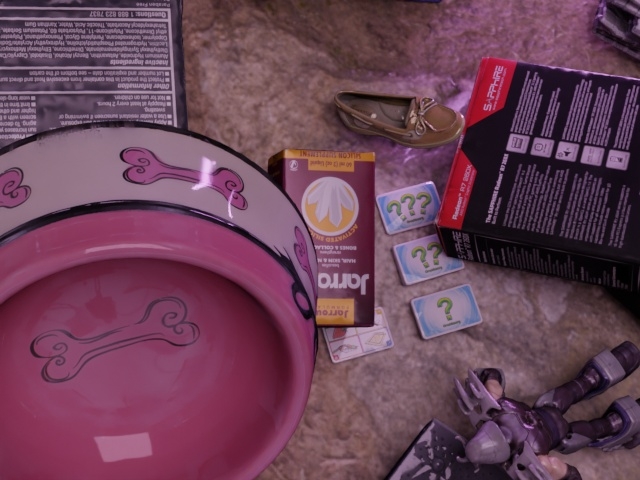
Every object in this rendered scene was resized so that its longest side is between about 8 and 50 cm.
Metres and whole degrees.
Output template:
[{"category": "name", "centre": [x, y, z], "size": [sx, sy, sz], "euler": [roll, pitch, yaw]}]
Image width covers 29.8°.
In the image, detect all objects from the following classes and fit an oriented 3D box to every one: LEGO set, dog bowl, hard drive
[{"category": "LEGO set", "centre": [0.050, 0.036, 1.362], "size": [0.244, 0.060, 0.183], "euler": [-14, 77, -14]}, {"category": "dog bowl", "centre": [-0.186, 0.101, 1.120], "size": [0.407, 0.408, 0.150], "euler": [-3, 35, -13]}, {"category": "hard drive", "centre": [0.161, 0.329, 1.281], "size": [0.254, 0.054, 0.172], "euler": [41, 74, -7]}]

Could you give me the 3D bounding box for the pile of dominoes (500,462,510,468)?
[{"category": "pile of dominoes", "centre": [0.222, 0.372, 1.345], "size": [0.196, 0.040, 0.251], "euler": [-39, 96, -17]}]

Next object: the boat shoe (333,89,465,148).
[{"category": "boat shoe", "centre": [0.089, -0.144, 1.378], "size": [0.153, 0.048, 0.056], "euler": [15, 71, 25]}]

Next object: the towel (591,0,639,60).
[{"category": "towel", "centre": [0.491, -0.306, 1.503], "size": [0.283, 0.121, 0.235], "euler": [27, 75, -7]}]

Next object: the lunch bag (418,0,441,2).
[{"category": "lunch bag", "centre": [0.005, -0.413, 1.314], "size": [0.385, 0.328, 0.239], "euler": [6, 78, -13]}]

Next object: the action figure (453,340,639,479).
[{"category": "action figure", "centre": [0.251, 0.202, 1.302], "size": [0.285, 0.099, 0.185], "euler": [-11, 63, -37]}]

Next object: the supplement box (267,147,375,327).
[{"category": "supplement box", "centre": [0.000, 0.000, 1.298], "size": [0.104, 0.081, 0.188], "euler": [1, 86, -15]}]

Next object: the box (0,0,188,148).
[{"category": "box", "centre": [-0.290, -0.094, 1.250], "size": [0.296, 0.183, 0.294], "euler": [-2, 78, -13]}]

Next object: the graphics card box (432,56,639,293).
[{"category": "graphics card box", "centre": [0.336, -0.065, 1.342], "size": [0.370, 0.094, 0.233], "euler": [10, 67, 18]}]

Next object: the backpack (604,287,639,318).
[{"category": "backpack", "centre": [0.435, 0.022, 1.416], "size": [0.158, 0.117, 0.173], "euler": [42, 72, 0]}]
